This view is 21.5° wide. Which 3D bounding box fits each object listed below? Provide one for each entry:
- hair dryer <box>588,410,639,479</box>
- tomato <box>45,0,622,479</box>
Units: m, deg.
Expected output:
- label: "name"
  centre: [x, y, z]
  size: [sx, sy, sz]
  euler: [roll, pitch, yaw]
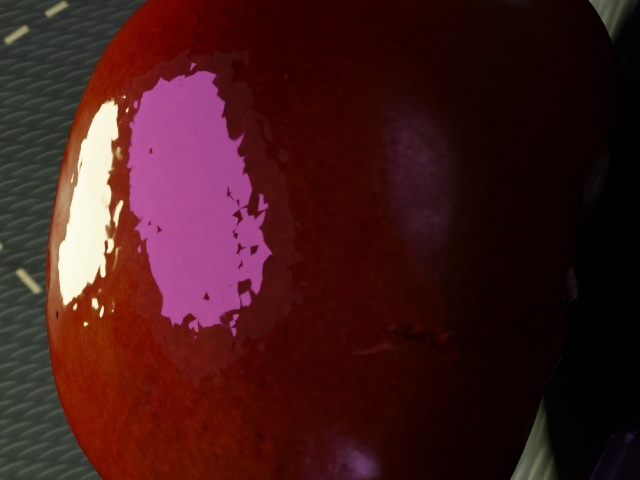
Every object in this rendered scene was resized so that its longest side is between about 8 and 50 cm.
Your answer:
- label: "hair dryer"
  centre: [0.077, 0.127, 0.622]
  size: [0.050, 0.173, 0.194]
  euler: [44, -121, -51]
- label: "tomato"
  centre: [0.000, 0.000, 0.737]
  size: [0.298, 0.226, 0.298]
  euler: [15, -90, -83]
